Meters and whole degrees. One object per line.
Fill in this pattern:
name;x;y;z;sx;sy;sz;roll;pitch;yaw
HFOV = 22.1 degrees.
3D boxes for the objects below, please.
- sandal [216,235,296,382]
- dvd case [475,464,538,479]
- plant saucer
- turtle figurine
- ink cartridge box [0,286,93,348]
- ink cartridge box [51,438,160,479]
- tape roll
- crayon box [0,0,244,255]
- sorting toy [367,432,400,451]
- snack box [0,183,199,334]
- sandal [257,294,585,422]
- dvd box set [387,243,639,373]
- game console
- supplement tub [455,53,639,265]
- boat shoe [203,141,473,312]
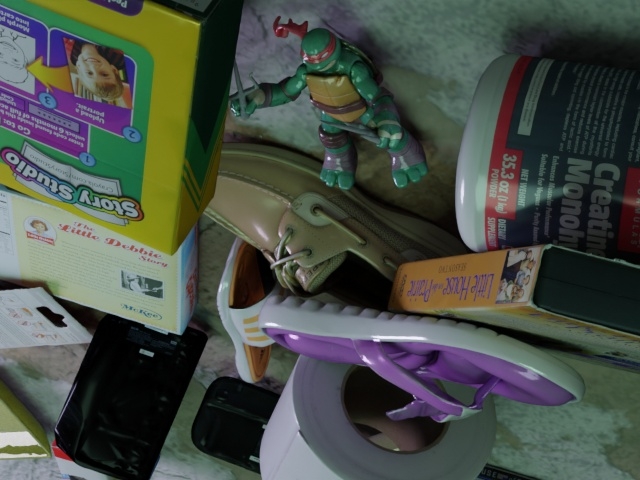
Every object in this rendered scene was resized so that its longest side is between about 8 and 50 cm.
sandal;-0.061;0.084;1.921;0.076;0.102;0.265;10;149;13
dvd case;0.236;0.360;2.147;0.239;0.029;0.179;17;142;9
plant saucer;-0.496;0.242;2.353;0.188;0.045;0.188;-7;133;32
turtle figurine;0.017;-0.134;1.603;0.175;0.118;0.234;16;160;31
ink cartridge box;-0.419;0.084;2.095;0.225;0.056;0.181;-7;153;15
ink cartridge box;-0.291;0.273;2.218;0.078;0.134;0.231;11;140;16
tape roll;0.065;0.229;1.904;0.246;0.246;0.169;23;142;-1
crayon box;-0.264;-0.181;1.525;0.363;0.106;0.313;23;140;8
sorting toy;0.074;0.335;2.102;0.193;0.038;0.208;-20;122;11
snack box;-0.304;-0.005;1.955;0.322;0.060;0.187;17;143;7
sandal;0.097;0.141;1.695;0.416;0.102;0.169;8;164;47
dvd box set;0.267;0.074;1.557;0.308;0.062;0.420;14;174;-12
game console;-0.141;0.234;2.084;0.361;0.044;0.213;22;101;-12
supplement tub;0.274;-0.061;1.500;0.272;0.191;0.191;10;140;16
boat shoe;0.000;0.000;1.771;0.341;0.110;0.121;22;142;0
